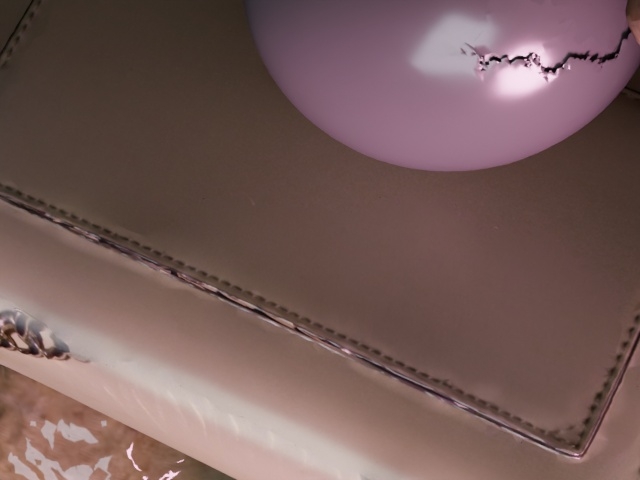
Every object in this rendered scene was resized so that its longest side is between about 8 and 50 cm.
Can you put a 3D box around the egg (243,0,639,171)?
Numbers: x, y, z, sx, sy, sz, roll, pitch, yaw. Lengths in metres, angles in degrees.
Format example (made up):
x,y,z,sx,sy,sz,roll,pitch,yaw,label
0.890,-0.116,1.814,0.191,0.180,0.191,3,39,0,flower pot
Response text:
x,y,z,sx,sy,sz,roll,pitch,yaw,label
0.047,-0.098,0.698,0.146,0.146,0.198,38,178,-23,egg

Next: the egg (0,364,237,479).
x,y,z,sx,sy,sz,roll,pitch,yaw,label
-0.108,0.100,1.192,0.279,0.279,0.310,23,154,13,egg

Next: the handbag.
x,y,z,sx,sy,sz,roll,pitch,yaw,label
0.000,0.000,0.863,0.358,0.237,0.160,24,156,10,handbag

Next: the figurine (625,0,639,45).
x,y,z,sx,sy,sz,roll,pitch,yaw,label
0.215,-0.069,0.505,0.203,0.248,0.380,21,176,-19,figurine
